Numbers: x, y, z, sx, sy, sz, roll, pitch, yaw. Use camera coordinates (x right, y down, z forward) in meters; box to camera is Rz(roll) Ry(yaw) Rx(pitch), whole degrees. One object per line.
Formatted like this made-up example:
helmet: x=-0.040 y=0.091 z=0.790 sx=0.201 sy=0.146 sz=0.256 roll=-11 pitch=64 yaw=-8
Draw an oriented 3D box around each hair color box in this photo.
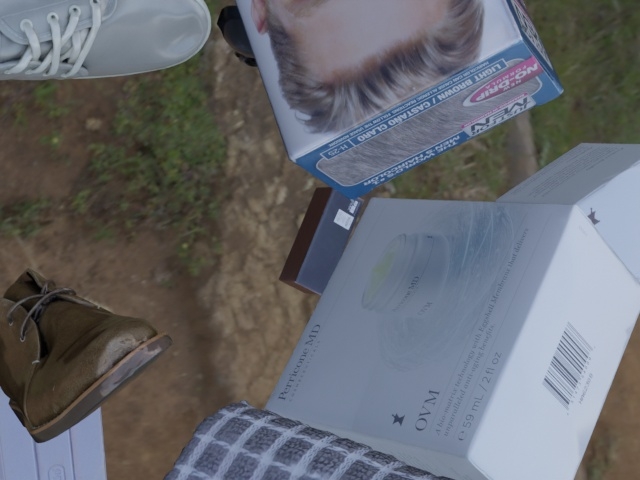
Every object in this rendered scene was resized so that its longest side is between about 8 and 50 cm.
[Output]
hair color box: x=0.021 y=-0.225 z=0.856 sx=0.105 sy=0.174 sz=0.347 roll=28 pitch=38 yaw=-61

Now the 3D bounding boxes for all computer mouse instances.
computer mouse: x=-0.083 y=-0.218 z=1.357 sx=0.071 sy=0.242 sz=0.041 roll=21 pitch=88 yaw=-1

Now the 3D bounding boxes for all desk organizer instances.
desk organizer: x=0.000 y=0.000 z=1.462 sx=0.047 sy=0.050 sz=0.130 roll=28 pitch=78 yaw=-26

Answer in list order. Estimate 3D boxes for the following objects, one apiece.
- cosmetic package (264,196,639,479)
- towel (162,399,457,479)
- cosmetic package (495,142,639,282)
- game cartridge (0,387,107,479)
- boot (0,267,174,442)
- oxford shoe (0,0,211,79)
cosmetic package: x=0.111 y=0.092 z=0.997 sx=0.138 sy=0.225 sz=0.224 roll=43 pitch=63 yaw=-36
towel: x=0.002 y=0.229 z=0.497 sx=0.121 sy=0.235 sz=0.283 roll=41 pitch=67 yaw=-51
cosmetic package: x=0.341 y=-0.019 z=1.449 sx=0.151 sy=0.184 sz=0.151 roll=-33 pitch=105 yaw=-13
game cartridge: x=-0.335 y=0.262 z=1.229 sx=0.230 sy=0.068 sz=0.355 roll=-9 pitch=119 yaw=-20
boot: x=-0.209 y=0.080 z=0.928 sx=0.112 sy=0.305 sz=0.115 roll=-34 pitch=99 yaw=-27
oxford shoe: x=-0.323 y=-0.242 z=1.370 sx=0.449 sy=0.169 sz=0.130 roll=0 pitch=39 yaw=-36
